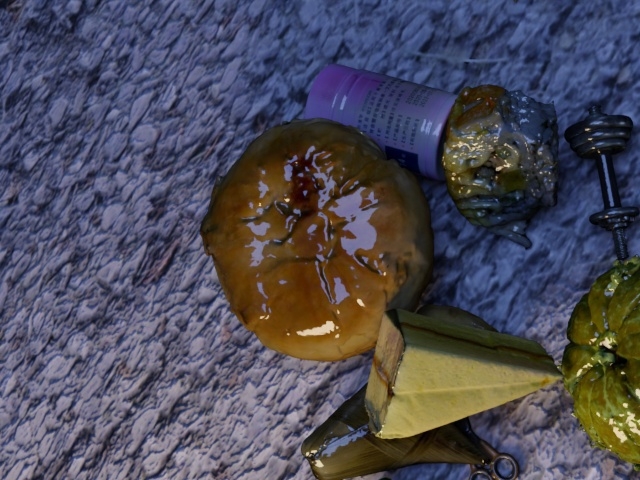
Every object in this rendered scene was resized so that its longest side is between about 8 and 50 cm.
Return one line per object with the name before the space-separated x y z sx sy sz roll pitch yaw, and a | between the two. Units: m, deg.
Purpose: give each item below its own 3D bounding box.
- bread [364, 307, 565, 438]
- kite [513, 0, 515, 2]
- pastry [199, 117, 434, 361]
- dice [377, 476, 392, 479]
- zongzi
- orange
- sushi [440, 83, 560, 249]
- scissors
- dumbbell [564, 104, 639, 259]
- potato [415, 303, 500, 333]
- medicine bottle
bread | 0.210 0.224 1.629 0.264 0.167 0.163 13 104 -6
kite | 0.376 -0.538 1.918 0.125 0.008 0.222 -18 71 16
pastry | 0.000 0.000 1.792 0.410 0.245 0.409 -1 87 20
dice | 0.116 0.462 1.708 0.131 0.120 0.128 35 89 22
zongzi | 0.115 0.344 1.716 0.221 0.112 0.242 -40 64 -17
orange | 0.492 0.178 1.554 0.300 0.223 0.301 121 150 -45
sushi | 0.298 -0.124 1.742 0.184 0.274 0.139 1 50 17
scissors | 0.237 0.308 1.756 0.088 0.017 0.220 -36 67 13
dumbbell | 0.462 -0.094 1.729 0.110 0.110 0.254 -10 80 18
potato | 0.226 0.168 1.759 0.171 0.080 0.107 22 76 16
medicine bottle | 0.115 -0.207 1.857 0.254 0.152 0.152 19 84 25
